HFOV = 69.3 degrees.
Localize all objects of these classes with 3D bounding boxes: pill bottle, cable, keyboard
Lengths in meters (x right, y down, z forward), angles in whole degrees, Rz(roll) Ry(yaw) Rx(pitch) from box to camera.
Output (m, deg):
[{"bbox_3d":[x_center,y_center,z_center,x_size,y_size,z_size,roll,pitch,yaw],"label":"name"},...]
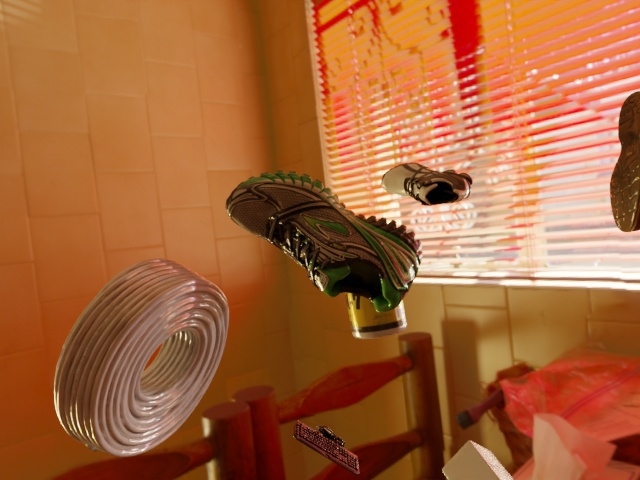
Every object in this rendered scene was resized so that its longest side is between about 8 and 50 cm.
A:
[{"bbox_3d":[0.107,0.094,0.984,0.119,0.209,0.119,-11,-3,-1],"label":"pill bottle"},{"bbox_3d":[-0.228,0.156,0.628,0.089,0.257,0.257,22,53,22],"label":"cable"},{"bbox_3d":[0.019,0.496,1.147,0.192,0.038,0.100,35,6,-9],"label":"keyboard"}]

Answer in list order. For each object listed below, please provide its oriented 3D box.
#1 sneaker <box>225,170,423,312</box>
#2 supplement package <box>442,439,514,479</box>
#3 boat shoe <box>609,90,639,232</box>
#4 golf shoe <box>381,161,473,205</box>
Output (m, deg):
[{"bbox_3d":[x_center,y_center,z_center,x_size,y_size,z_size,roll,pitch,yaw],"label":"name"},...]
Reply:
[{"bbox_3d":[0.000,0.000,0.761,0.343,0.134,0.146,23,46,3],"label":"sneaker"},{"bbox_3d":[0.387,0.575,1.063,0.105,0.105,0.179,34,8,-30],"label":"supplement package"},{"bbox_3d":[0.416,-0.097,0.587,0.060,0.178,0.064,1,11,3],"label":"boat shoe"},{"bbox_3d":[0.211,-0.116,0.968,0.198,0.077,0.094,6,26,30],"label":"golf shoe"}]
